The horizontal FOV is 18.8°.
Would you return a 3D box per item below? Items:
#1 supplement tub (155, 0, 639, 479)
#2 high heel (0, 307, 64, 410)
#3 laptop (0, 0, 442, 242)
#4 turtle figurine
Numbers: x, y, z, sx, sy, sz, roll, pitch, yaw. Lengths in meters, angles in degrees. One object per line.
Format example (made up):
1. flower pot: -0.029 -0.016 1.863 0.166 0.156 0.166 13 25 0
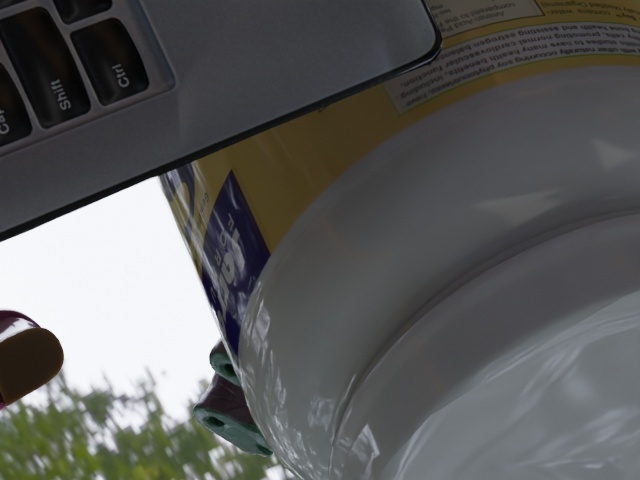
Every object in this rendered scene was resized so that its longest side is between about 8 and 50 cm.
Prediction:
1. supplement tub: 0.056 -0.028 0.843 0.241 0.241 0.331 -23 -131 -4
2. high heel: -0.280 0.106 1.198 0.244 0.117 0.082 -30 -79 -20
3. laptop: -0.144 -0.189 0.502 0.408 0.236 0.382 -25 -90 -31
4. turtle figurine: 0.000 0.000 1.117 0.118 0.175 0.234 15 -121 18
